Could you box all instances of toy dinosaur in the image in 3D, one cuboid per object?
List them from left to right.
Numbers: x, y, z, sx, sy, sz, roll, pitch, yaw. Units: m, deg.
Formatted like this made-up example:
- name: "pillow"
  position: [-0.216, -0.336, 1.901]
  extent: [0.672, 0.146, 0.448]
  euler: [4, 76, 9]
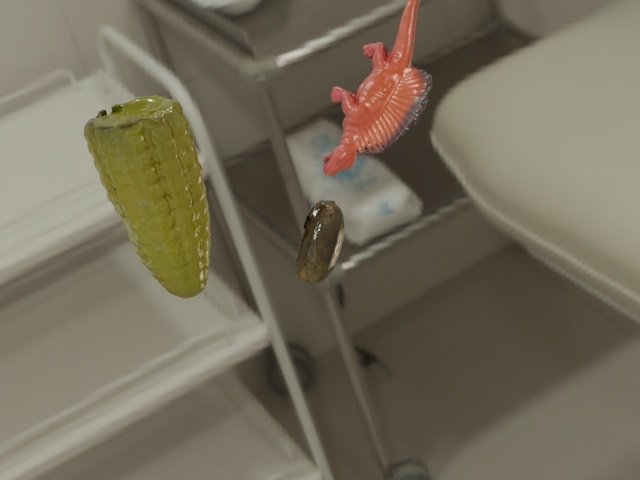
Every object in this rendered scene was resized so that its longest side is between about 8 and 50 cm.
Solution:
- name: "toy dinosaur"
  position: [0.095, -0.187, 1.603]
  extent: [0.286, 0.070, 0.139]
  euler: [-56, 27, 2]

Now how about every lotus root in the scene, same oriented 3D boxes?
- name: "lotus root"
  position: [0.002, 0.000, 1.334]
  extent: [0.030, 0.037, 0.083]
  euler: [8, 79, 29]

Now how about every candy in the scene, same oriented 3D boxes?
- name: "candy"
  position: [-0.154, -0.038, 1.368]
  extent: [0.094, 0.199, 0.106]
  euler: [-28, 20, -30]
